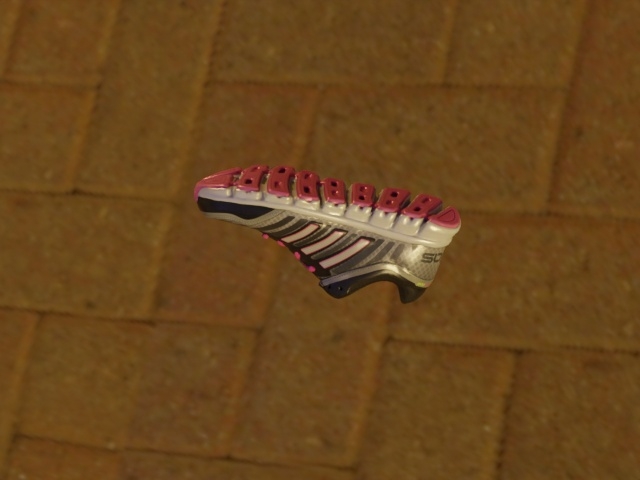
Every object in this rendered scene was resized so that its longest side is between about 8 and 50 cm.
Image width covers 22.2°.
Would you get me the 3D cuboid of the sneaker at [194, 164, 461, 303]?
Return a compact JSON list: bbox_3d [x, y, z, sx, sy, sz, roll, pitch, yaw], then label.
[{"bbox_3d":[0.000,0.000,1.042,0.170,0.063,0.075,10,110,0],"label":"sneaker"}]
